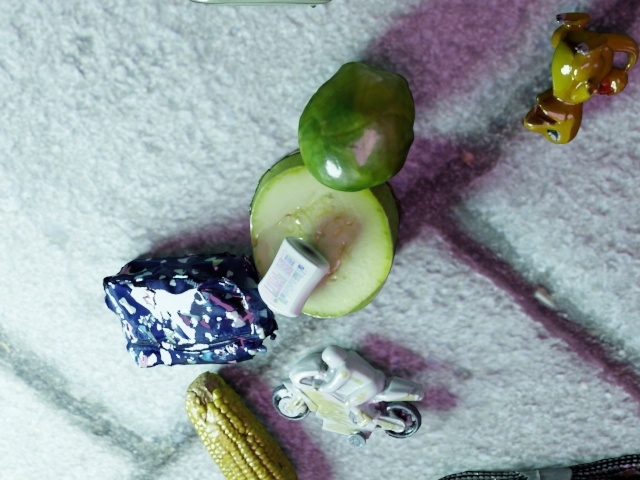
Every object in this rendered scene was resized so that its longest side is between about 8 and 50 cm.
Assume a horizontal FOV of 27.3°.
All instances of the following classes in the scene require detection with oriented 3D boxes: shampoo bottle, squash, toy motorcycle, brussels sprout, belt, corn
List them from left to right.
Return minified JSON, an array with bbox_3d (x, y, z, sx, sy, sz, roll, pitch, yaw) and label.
[{"bbox_3d":[-0.115,0.309,1.957,0.097,0.097,0.261,-26,109,18],"label":"corn"},{"bbox_3d":[-0.039,0.053,1.737,0.072,0.043,0.099,40,112,23],"label":"shampoo bottle"},{"bbox_3d":[-0.004,-0.013,1.778,0.220,0.133,0.220,4,112,11],"label":"squash"},{"bbox_3d":[0.038,0.217,1.906,0.229,0.074,0.151,9,122,13],"label":"toy motorcycle"},{"bbox_3d":[0.045,-0.143,1.674,0.144,0.180,0.161,12,105,-7],"label":"brussels sprout"},{"bbox_3d":[0.338,0.382,1.928,0.359,0.126,0.094,-7,105,4],"label":"belt"}]

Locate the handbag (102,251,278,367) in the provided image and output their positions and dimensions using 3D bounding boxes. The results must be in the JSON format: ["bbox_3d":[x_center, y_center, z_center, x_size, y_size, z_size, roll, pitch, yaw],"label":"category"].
[{"bbox_3d":[-0.180,0.100,1.838,0.260,0.113,0.162,-7,111,31],"label":"handbag"}]

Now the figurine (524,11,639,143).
[{"bbox_3d":[0.334,-0.198,1.671,0.122,0.121,0.176,0,133,-23],"label":"figurine"}]

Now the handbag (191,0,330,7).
[{"bbox_3d":[-0.074,-0.440,1.587,0.241,0.109,0.315,0,114,0],"label":"handbag"}]
